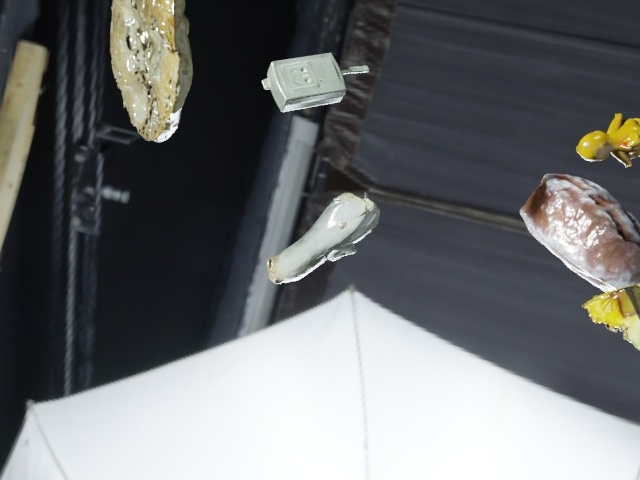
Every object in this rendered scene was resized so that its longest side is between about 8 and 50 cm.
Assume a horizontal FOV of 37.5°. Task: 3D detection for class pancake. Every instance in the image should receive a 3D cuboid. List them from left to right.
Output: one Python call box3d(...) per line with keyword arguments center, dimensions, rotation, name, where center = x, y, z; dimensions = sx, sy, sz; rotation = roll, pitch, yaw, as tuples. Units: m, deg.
box3d(center=(-0.293, -0.358, 1.659), dimensions=(0.387, 0.082, 0.386), rotation=(175, 90, -66), name="pancake")

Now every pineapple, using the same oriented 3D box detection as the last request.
box3d(center=(0.479, 0.115, 1.455), dimensions=(0.077, 0.114, 0.114), rotation=(105, 144, -62), name="pineapple")

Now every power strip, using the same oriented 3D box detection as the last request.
box3d(center=(-0.002, -0.256, 1.500), dimensions=(0.042, 0.175, 0.075), rotation=(120, 132, -62), name="power strip")

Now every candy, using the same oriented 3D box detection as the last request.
box3d(center=(0.516, -0.015, 1.789), dimensions=(0.214, 0.289, 0.157), rotation=(9, -62, -47), name="candy")

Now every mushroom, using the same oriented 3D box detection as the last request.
box3d(center=(0.001, 0.001, 1.814), dimensions=(0.278, 0.099, 0.096), rotation=(-39, 29, 27), name="mushroom")

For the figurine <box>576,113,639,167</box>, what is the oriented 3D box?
box3d(center=(0.643, -0.211, 2.034), dimensions=(0.122, 0.176, 0.121), rotation=(-169, 66, -76), name="figurine")
